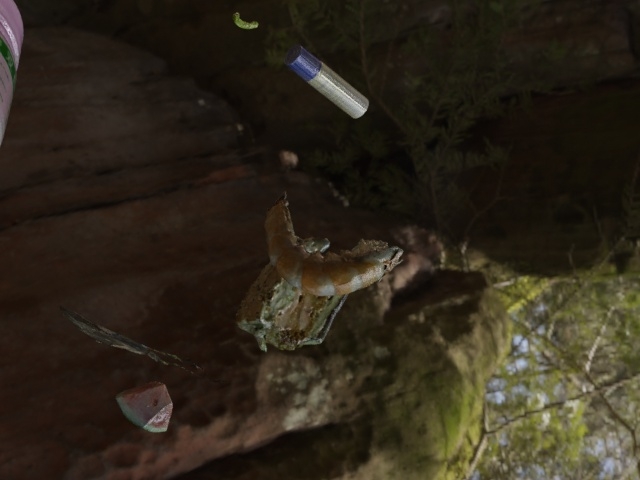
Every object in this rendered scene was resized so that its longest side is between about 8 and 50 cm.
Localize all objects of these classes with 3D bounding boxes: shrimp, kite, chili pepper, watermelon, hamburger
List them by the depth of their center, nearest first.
[{"bbox_3d":[-0.267,0.244,1.200,0.084,0.092,0.072,9,-110,51],"label":"watermelon"},{"bbox_3d":[-0.286,0.186,1.317,0.169,0.310,0.015,20,-98,55],"label":"kite"},{"bbox_3d":[-0.142,-0.406,1.466,0.030,0.017,0.083,-29,168,27],"label":"chili pepper"},{"bbox_3d":[-0.004,0.024,1.517,0.287,0.068,0.185,25,-130,23],"label":"shrimp"},{"bbox_3d":[-0.066,0.131,1.772,0.192,0.168,0.288,-18,-146,53],"label":"hamburger"}]

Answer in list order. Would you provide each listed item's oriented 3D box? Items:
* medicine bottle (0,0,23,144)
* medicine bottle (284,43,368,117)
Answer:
[{"bbox_3d":[-0.538,-0.228,1.108,0.212,0.212,0.325,-15,-136,3],"label":"medicine bottle"},{"bbox_3d":[0.016,-0.364,1.824,0.059,0.231,0.059,-28,-134,33],"label":"medicine bottle"}]
